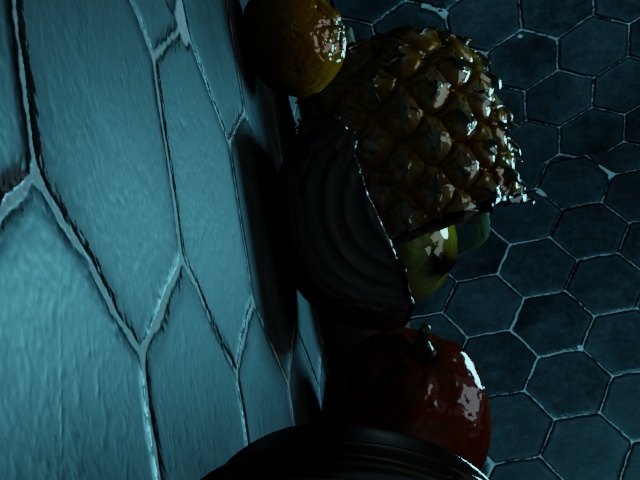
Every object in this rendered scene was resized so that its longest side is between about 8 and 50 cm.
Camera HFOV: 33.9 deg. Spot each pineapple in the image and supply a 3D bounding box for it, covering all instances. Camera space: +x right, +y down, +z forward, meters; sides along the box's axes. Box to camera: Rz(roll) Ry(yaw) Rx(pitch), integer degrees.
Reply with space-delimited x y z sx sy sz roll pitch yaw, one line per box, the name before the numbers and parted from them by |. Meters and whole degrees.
pineapple | 0.115 -0.137 1.534 0.352 0.352 0.300 41 29 -81

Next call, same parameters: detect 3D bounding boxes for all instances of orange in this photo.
orange | -0.029 -0.234 1.231 0.135 0.118 0.135 -4 90 -86

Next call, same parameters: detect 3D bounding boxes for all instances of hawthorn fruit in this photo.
hawthorn fruit | 0.106 0.195 1.241 0.205 0.205 0.253 -92 -164 -57

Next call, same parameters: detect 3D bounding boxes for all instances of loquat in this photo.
loquat | 0.148 0.010 2.018 0.235 0.235 0.235 -10 90 -85

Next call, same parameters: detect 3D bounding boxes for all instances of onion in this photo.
onion | 0.000 0.000 1.212 0.250 0.111 0.247 68 -14 -1

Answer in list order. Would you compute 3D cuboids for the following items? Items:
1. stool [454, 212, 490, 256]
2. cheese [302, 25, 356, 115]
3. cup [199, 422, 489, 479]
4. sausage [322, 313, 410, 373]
stool | 0.173 -0.113 2.218 0.226 0.310 0.310 -108 -177 -50
cheese | 0.042 -0.222 1.921 0.318 0.115 0.326 -88 164 -68
cup | 0.006 0.223 0.435 0.279 0.196 0.196 -80 160 -55
sausage | 0.075 0.161 1.521 0.123 0.123 0.252 -84 164 -72
